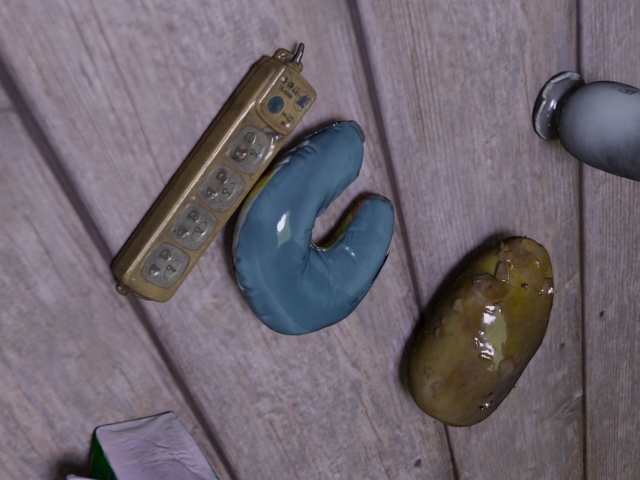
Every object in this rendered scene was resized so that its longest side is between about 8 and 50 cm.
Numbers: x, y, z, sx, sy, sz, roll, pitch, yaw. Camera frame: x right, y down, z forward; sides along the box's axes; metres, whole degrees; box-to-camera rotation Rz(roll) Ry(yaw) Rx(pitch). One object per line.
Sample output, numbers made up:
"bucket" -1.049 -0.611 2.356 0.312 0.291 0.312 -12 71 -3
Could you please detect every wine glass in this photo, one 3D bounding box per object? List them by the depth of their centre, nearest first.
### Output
"wine glass" 0.373 -0.143 0.920 0.111 0.204 0.111 -17 126 -25

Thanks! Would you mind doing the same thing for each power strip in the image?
"power strip" -0.099 -0.063 0.704 0.064 0.044 0.305 35 91 -43

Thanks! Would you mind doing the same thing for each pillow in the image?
"pillow" 0.000 0.000 0.793 0.214 0.086 0.233 -46 136 -14

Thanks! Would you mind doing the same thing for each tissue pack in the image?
"tissue pack" -0.207 0.320 0.770 0.156 0.148 0.209 -4 118 -37

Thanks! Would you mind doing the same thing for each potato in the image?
"potato" 0.230 0.132 1.011 0.192 0.141 0.296 14 103 -45
